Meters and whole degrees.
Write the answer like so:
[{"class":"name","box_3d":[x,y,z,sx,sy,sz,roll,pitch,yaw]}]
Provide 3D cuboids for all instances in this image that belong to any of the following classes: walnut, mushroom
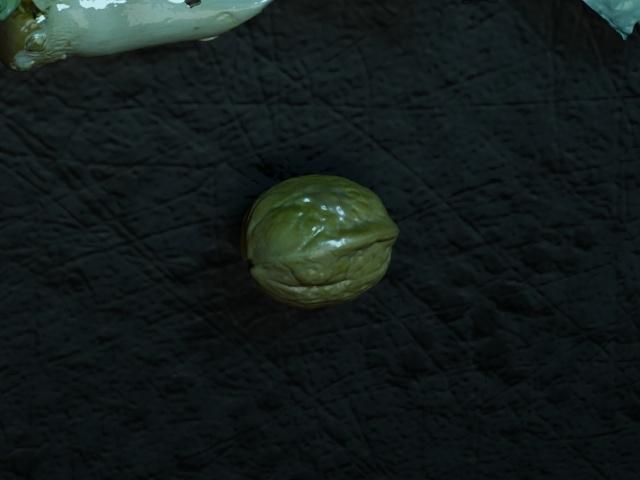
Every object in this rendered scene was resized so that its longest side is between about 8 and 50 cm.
[{"class":"walnut","box_3d":[0.000,0.000,1.287,0.124,0.105,0.105,-12,118,-12]},{"class":"mushroom","box_3d":[-0.129,-0.171,1.195,0.209,0.071,0.084,-9,87,-11]}]

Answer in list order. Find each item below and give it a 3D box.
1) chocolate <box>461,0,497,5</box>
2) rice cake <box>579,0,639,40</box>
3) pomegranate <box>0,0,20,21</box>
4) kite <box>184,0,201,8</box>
[{"class":"chocolate","box_3d":[-0.027,-0.240,1.151,0.329,0.065,0.102,12,118,-5]},{"class":"rice cake","box_3d":[0.132,-0.253,1.206,0.336,0.066,0.063,36,115,-26]},{"class":"pomegranate","box_3d":[-0.287,-0.163,1.070,0.236,0.236,0.302,10,110,-16]},{"class":"kite","box_3d":[-0.126,-0.312,1.091,0.169,0.015,0.310,-39,95,9]}]
